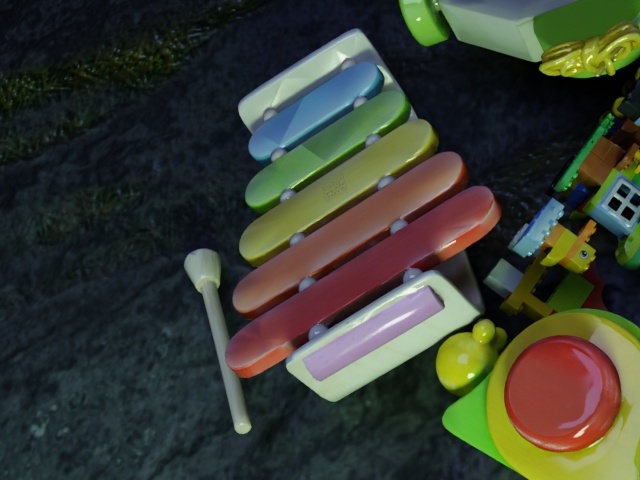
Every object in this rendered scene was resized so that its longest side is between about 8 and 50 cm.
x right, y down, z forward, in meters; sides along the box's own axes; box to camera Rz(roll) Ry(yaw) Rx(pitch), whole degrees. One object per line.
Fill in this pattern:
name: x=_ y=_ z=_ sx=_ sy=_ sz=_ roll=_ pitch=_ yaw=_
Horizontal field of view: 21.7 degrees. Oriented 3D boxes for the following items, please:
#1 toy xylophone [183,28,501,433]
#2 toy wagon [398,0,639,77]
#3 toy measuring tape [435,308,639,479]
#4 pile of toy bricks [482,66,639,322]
toy xylophone: x=0.000 y=0.000 z=1.156 sx=0.236 sy=0.081 sz=0.323 roll=-36 pitch=35 yaw=7
toy wagon: x=0.185 y=-0.212 z=1.173 sx=0.267 sy=0.068 sz=0.344 roll=-19 pitch=41 yaw=21
toy measuring tape: x=0.207 y=0.125 z=0.976 sx=0.330 sy=0.121 sz=0.121 roll=29 pitch=79 yaw=32
pile of toy bricks: x=0.211 y=-0.028 z=1.085 sx=0.105 sy=0.118 sz=0.212 roll=37 pitch=69 yaw=2
